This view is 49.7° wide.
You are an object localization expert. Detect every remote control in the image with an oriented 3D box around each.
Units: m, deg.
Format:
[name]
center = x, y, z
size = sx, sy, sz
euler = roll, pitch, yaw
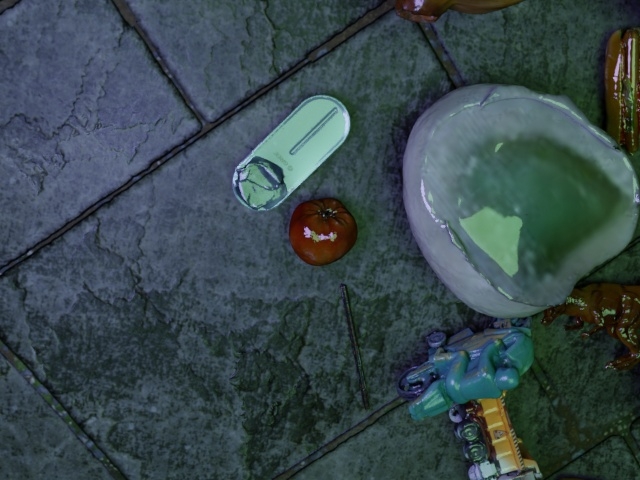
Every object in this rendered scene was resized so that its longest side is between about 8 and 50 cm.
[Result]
[remote control]
center = -0.052, -0.153, 1.210
size = 0.247, 0.052, 0.104
euler = -43, 105, 4

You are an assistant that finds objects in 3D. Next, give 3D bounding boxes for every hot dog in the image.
[hot dog]
center = 0.567, -0.269, 1.264
size = 0.092, 0.062, 0.235
euler = -13, 107, -8

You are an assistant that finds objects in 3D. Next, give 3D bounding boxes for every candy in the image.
[candy]
center = 0.330, -0.079, 1.215
size = 0.427, 0.186, 0.386
euler = 44, 86, -14

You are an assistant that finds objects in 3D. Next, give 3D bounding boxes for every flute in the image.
[flute]
center = 0.068, 0.209, 1.341
size = 0.014, 0.014, 0.269
euler = -13, 106, -5

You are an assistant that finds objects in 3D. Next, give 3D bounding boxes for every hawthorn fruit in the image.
[hawthorn fruit]
center = -0.001, -0.014, 1.227
size = 0.125, 0.140, 0.125
euler = 5, 73, -18

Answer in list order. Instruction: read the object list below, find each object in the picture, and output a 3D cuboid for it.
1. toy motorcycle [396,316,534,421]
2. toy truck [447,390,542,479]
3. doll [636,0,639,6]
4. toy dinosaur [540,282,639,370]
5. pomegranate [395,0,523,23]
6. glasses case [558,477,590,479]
[toy motorcycle]
center = 0.287, 0.238, 1.286
size = 0.297, 0.198, 0.109
euler = -29, 111, 1
[toy truck]
center = 0.347, 0.404, 1.384
size = 0.135, 0.114, 0.270
euler = -19, 104, 2
[doll]
center = 0.655, -0.443, 1.152
size = 0.247, 0.247, 0.349
euler = -38, 117, 3
[toy dinosaur]
center = 0.617, 0.151, 1.367
size = 0.433, 0.097, 0.208
euler = -9, 96, -10
[pomegranate]
center = 0.205, -0.502, 0.987
size = 0.417, 0.416, 0.416
euler = -2, 105, -8
[glasses case]
center = 0.612, 0.561, 1.476
size = 0.234, 0.079, 0.064
euler = 17, 108, -12
